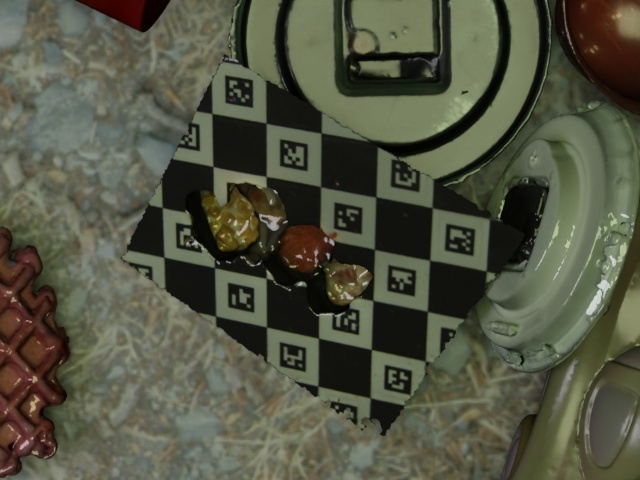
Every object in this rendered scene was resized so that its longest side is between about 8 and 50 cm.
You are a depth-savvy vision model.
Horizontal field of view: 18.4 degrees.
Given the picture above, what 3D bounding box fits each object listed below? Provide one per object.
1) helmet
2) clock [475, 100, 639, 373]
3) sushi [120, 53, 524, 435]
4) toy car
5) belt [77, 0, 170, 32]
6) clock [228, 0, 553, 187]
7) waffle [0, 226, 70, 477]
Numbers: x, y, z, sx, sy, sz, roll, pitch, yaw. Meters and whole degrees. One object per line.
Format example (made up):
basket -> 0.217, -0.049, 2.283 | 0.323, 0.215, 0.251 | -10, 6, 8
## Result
helmet -> 0.271, -0.184, 1.698 | 0.175, 0.106, 0.155 | 43, 82, -8
clock -> 0.182, -0.007, 1.638 | 0.053, 0.236, 0.236 | 15, 91, -20
sushi -> 0.000, 0.000, 1.702 | 0.290, 0.050, 0.264 | 33, 125, 5
toy car -> 0.291, 0.141, 1.638 | 0.242, 0.226, 0.336 | 18, 91, 1
belt -> -0.125, -0.341, 1.650 | 0.115, 0.227, 0.323 | 25, 92, -1
clock -> 0.061, -0.175, 1.730 | 0.281, 0.055, 0.280 | 0, 90, 2
waffle -> -0.320, 0.094, 1.702 | 0.221, 0.055, 0.234 | 3, 82, -25
